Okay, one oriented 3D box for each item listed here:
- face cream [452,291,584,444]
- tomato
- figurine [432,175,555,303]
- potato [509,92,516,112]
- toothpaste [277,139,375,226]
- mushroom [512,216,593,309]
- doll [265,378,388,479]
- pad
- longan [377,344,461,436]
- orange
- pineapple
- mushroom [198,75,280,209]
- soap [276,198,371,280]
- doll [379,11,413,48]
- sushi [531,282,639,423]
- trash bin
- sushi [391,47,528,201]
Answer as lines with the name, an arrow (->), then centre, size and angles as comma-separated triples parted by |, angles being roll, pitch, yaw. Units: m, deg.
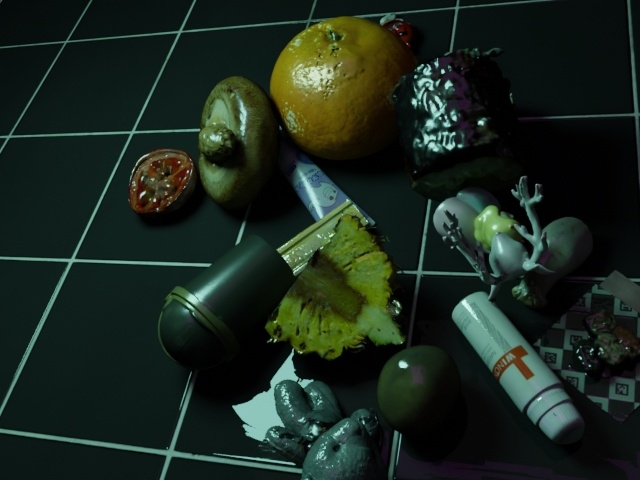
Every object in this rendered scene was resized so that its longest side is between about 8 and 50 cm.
face cream -> 0.400, 0.256, 1.400 | 0.101, 0.102, 0.346 | -29, 50, -5
tomato -> -0.445, -0.155, 1.979 | 0.227, 0.101, 0.228 | -11, 57, 18
figurine -> 0.350, -0.012, 1.449 | 0.206, 0.284, 0.316 | -34, 29, 0
potato -> 0.401, -0.314, 1.826 | 0.243, 0.098, 0.138 | -20, 44, 17
toothpaste -> -0.007, -0.131, 1.845 | 0.125, 0.080, 0.371 | -34, 61, -8
mushroom -> 0.509, 0.046, 1.526 | 0.116, 0.093, 0.225 | 42, 69, 15
doll -> 0.017, 0.382, 1.366 | 0.245, 0.158, 0.340 | 6, 36, -25
pad -> 0.612, 0.154, 1.468 | 0.187, 0.006, 0.113 | -40, 54, -11
longan -> 0.199, 0.300, 1.393 | 0.189, 0.189, 0.189 | -9, 53, 12
orange -> 0.061, -0.420, 1.859 | 0.423, 0.326, 0.424 | -12, 46, 13
pineapple -> 0.080, 0.145, 1.573 | 0.286, 0.209, 0.344 | 36, 95, 7
mushroom -> -0.228, -0.255, 1.860 | 0.345, 0.239, 0.345 | -47, 26, 32
soap -> 0.000, 0.000, 1.736 | 0.252, 0.037, 0.092 | -36, 67, -5
doll -> 0.205, -0.640, 2.139 | 0.183, 0.085, 0.217 | -26, 42, -4
sushi -> 0.586, 0.212, 1.402 | 0.219, 0.047, 0.231 | -41, 54, -11
trash bin -> -0.227, 0.156, 1.608 | 0.334, 0.214, 0.214 | -41, 53, -20
sushi -> 0.322, -0.263, 1.605 | 0.281, 0.299, 0.294 | -13, 75, 19
